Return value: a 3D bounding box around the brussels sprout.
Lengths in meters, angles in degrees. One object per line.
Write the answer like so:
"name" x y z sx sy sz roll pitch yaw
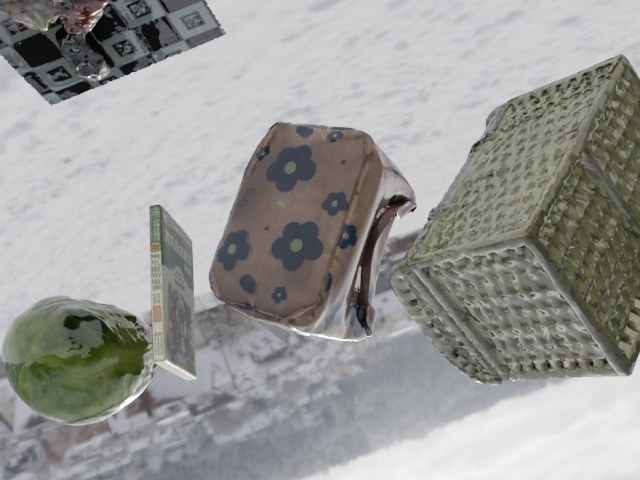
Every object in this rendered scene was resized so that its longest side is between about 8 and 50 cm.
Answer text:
"brussels sprout" -0.407 0.205 1.460 0.271 0.210 0.219 -8 -157 -43

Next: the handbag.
"handbag" 0.000 0.000 1.044 0.190 0.252 0.193 11 166 35

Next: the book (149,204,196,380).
"book" -0.253 0.095 1.436 0.027 0.264 0.202 -7 161 5

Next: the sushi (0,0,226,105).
"sushi" -0.365 -0.345 1.265 0.342 0.064 0.359 -19 149 11

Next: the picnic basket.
"picnic basket" 0.162 -0.010 0.620 0.154 0.134 0.196 -13 -145 51
